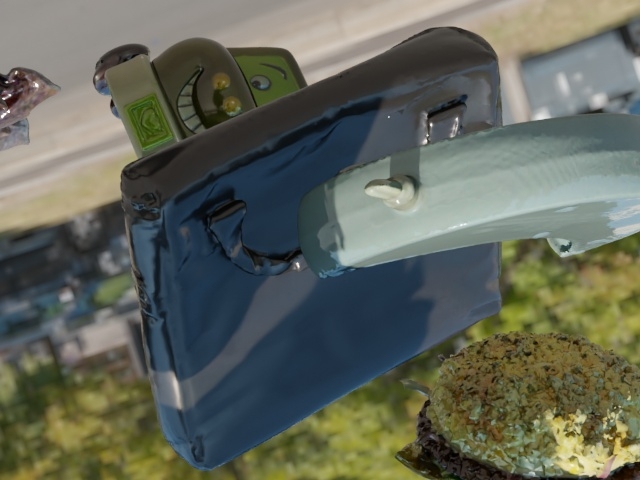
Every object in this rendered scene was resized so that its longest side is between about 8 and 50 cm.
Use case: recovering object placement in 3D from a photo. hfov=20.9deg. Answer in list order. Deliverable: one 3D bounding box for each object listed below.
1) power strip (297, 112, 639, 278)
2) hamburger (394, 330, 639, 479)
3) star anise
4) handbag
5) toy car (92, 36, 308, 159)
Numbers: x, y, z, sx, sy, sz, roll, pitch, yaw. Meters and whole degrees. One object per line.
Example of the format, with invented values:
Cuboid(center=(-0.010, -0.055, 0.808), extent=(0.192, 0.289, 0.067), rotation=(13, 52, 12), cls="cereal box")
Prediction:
Cuboid(center=(0.103, -0.025, 0.977), extent=(0.253, 0.054, 0.167), rotation=(-3, 165, -41), cls="power strip")
Cuboid(center=(0.197, 0.162, 1.600), extent=(0.262, 0.138, 0.243), rotation=(10, -159, 22), cls="hamburger")
Cuboid(center=(-0.395, -0.156, 1.836), extent=(0.129, 0.212, 0.283), rotation=(-63, 175, 3), cls="star anise")
Cuboid(center=(0.000, 0.000, 1.116), extent=(0.275, 0.244, 0.088), rotation=(-25, -136, -22), cls="handbag")
Cuboid(center=(-0.079, -0.098, 1.595), extent=(0.198, 0.204, 0.248), rotation=(-24, 165, -1), cls="toy car")
